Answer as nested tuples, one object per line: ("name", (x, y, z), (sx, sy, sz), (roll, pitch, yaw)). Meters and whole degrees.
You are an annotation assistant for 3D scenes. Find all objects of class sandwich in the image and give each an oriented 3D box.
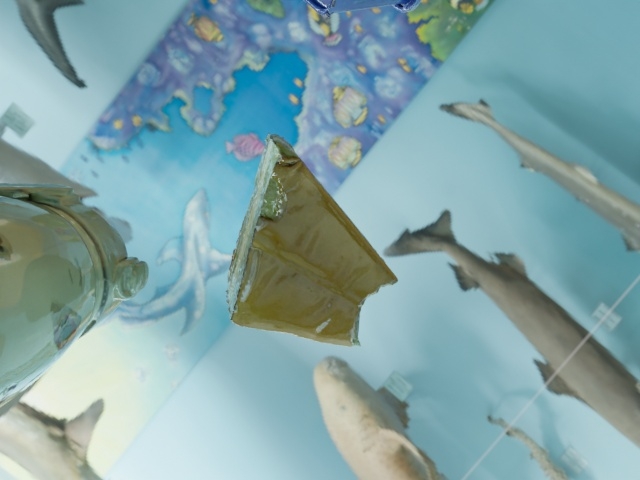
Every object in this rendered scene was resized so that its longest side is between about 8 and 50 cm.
("sandwich", (0.000, 0.000, 0.911), (0.198, 0.227, 0.155), (13, -168, -13))

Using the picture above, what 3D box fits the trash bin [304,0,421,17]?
("trash bin", (0.047, -0.389, 0.902), (0.184, 0.162, 0.234), (44, -135, 11))

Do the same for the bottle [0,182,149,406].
("bottle", (-0.332, 0.043, 0.708), (0.229, 0.229, 0.351), (40, -165, 1))
